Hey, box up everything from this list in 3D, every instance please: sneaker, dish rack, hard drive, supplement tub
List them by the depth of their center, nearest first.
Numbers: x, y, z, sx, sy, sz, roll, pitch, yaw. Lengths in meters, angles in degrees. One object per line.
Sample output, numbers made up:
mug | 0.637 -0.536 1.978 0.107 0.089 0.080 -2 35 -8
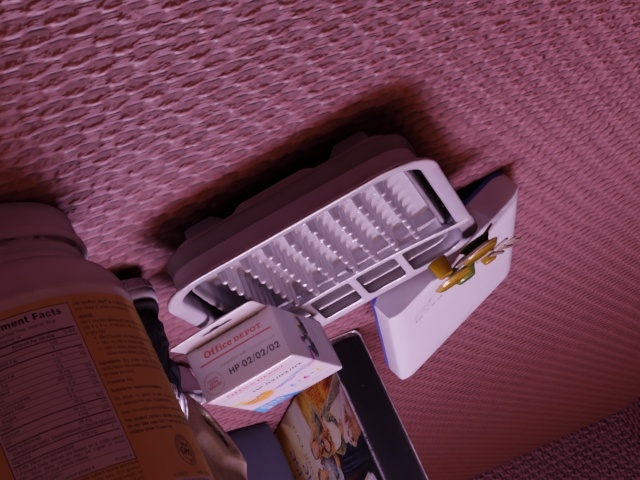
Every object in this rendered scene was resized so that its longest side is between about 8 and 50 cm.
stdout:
supplement tub | -0.227 0.162 1.121 0.241 0.331 0.241 -25 162 -9
sneaker | -0.220 0.159 1.412 0.101 0.153 0.268 -12 156 -39
dish rack | 0.000 0.000 1.421 0.285 0.072 0.333 -29 162 7
hard drive | 0.153 0.051 1.731 0.210 0.040 0.318 -45 164 -9

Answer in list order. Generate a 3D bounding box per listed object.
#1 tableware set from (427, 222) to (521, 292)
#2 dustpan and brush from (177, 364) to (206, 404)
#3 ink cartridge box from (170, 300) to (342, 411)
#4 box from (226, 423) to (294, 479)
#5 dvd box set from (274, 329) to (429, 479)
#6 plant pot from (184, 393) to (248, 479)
tableware set | 0.157 0.020 1.548 0.104 0.024 0.154 -40 168 19
dustpan and brush | -0.164 0.185 1.711 0.211 0.060 0.147 -22 161 -14
ink cartridge box | -0.063 0.121 1.452 0.104 0.061 0.181 -32 160 14
box | -0.153 0.481 2.161 0.183 0.296 0.294 -9 155 -43
dvd box set | 0.046 0.343 2.053 0.062 0.307 0.420 -18 161 -19
plant pot | -0.240 0.331 1.597 0.305 0.334 0.334 -36 161 13
